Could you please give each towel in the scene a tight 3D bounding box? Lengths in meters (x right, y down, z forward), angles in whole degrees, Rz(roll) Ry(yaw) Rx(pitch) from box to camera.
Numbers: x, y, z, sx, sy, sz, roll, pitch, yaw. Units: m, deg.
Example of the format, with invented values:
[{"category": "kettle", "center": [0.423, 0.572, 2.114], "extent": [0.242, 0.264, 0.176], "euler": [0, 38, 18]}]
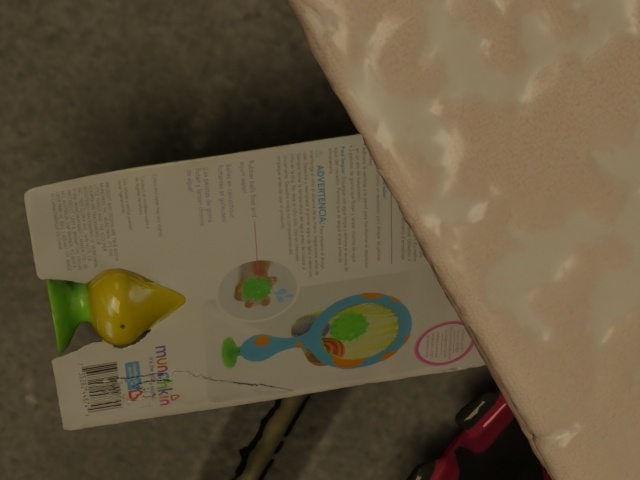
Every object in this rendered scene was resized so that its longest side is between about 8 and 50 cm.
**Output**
[{"category": "towel", "center": [0.184, -0.061, 0.599], "extent": [0.332, 0.053, 0.317], "euler": [-32, 112, -1]}]

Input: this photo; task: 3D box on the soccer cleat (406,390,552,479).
[{"category": "soccer cleat", "center": [0.090, 0.162, 0.771], "extent": [0.331, 0.116, 0.143], "euler": [-42, 126, 19]}]

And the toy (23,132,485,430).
[{"category": "toy", "center": [0.000, 0.000, 0.709], "extent": [0.237, 0.056, 0.137], "euler": [-11, 133, -11]}]
